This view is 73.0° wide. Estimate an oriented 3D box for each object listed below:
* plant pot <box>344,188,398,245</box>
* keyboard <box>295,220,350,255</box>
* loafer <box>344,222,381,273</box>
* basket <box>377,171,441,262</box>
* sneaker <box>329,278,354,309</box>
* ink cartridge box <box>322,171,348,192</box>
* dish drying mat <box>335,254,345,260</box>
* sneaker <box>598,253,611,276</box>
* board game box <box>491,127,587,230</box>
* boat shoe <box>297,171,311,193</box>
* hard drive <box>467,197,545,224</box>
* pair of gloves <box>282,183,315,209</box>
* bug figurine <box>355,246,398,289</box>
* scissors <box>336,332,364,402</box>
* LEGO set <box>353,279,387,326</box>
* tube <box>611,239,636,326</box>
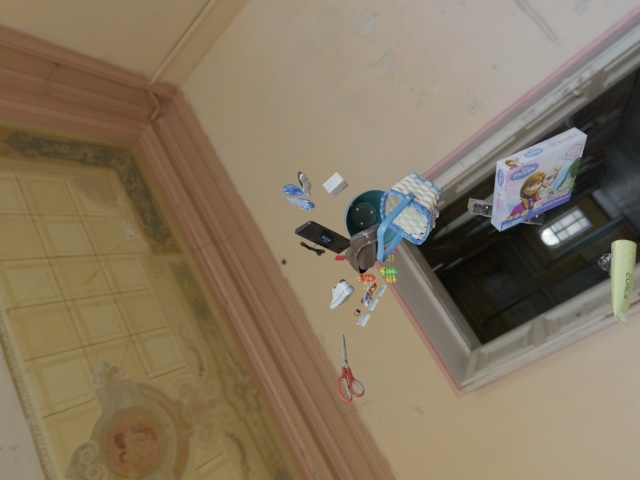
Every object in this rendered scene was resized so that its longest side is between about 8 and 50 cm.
[{"bbox_3d":[0.243,-0.119,2.179,0.290,0.290,0.195,44,180,-15],"label":"plant pot"},{"bbox_3d":[0.000,0.000,2.194,0.317,0.201,0.033,27,-138,-37],"label":"keyboard"},{"bbox_3d":[0.198,0.042,1.773,0.130,0.133,0.366,60,168,15],"label":"loafer"},{"bbox_3d":[0.292,-0.077,1.519,0.201,0.289,0.255,38,164,21],"label":"basket"},{"bbox_3d":[0.099,0.271,2.212,0.094,0.258,0.091,-23,-109,-31],"label":"sneaker"},{"bbox_3d":[0.076,-0.277,2.155,0.056,0.099,0.135,50,-173,12],"label":"ink cartridge box"},{"bbox_3d":[0.106,0.094,2.322,0.008,0.083,0.032,32,-109,-27],"label":"dish drying mat"},{"bbox_3d":[1.024,0.089,1.528,0.178,0.077,0.072,-18,-71,-51],"label":"sneaker"},{"bbox_3d":[0.802,-0.217,1.611,0.318,0.318,0.066,70,174,-47],"label":"board game box"},{"bbox_3d":[-0.077,-0.266,1.978,0.038,0.046,0.125,40,167,34],"label":"boat shoe"},{"bbox_3d":[0.943,-0.152,2.224,0.338,0.064,0.237,12,-166,11],"label":"hard drive"},{"bbox_3d":[-0.113,-0.221,2.244,0.198,0.159,0.023,73,-146,-56],"label":"pair of gloves"},{"bbox_3d":[0.286,0.106,2.194,0.072,0.216,0.279,66,-155,-55],"label":"bug figurine"},{"bbox_3d":[0.094,0.515,1.774,0.108,0.021,0.297,-4,-130,-19],"label":"scissors"},{"bbox_3d":[0.177,0.247,1.720,0.060,0.183,0.244,31,170,0],"label":"LEGO set"},{"bbox_3d":[0.866,0.119,1.240,0.070,0.062,0.240,16,-108,4],"label":"tube"}]
